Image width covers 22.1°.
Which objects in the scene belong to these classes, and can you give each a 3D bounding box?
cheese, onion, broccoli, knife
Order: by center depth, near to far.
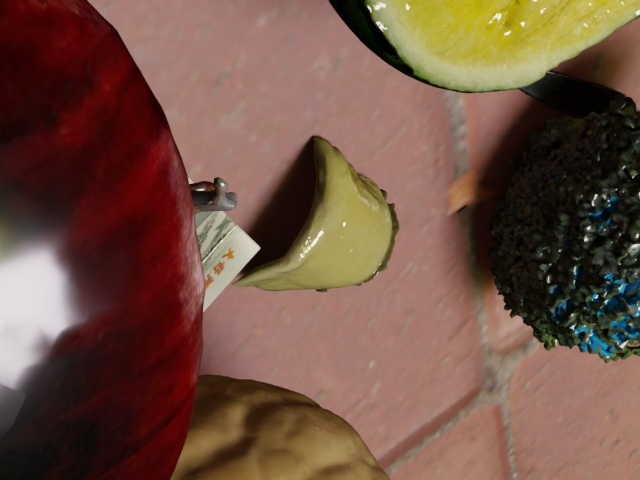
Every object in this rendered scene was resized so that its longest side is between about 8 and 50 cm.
[{"bbox_3d":[-0.150,0.000,0.504,0.285,0.273,0.273,-48,151,-54],"label":"onion"},{"bbox_3d":[0.000,0.001,0.784,0.084,0.041,0.060,-52,142,-3],"label":"cheese"},{"bbox_3d":[0.176,-0.007,0.867,0.160,0.154,0.167,3,113,-54],"label":"broccoli"},{"bbox_3d":[0.154,-0.074,0.902,0.170,0.010,0.023,12,110,-46],"label":"knife"}]

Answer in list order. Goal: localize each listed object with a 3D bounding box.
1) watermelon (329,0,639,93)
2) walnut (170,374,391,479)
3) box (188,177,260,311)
[{"bbox_3d":[0.066,-0.169,0.655,0.232,0.127,0.204,-23,132,-22],"label":"watermelon"},{"bbox_3d":[-0.074,0.168,0.707,0.261,0.225,0.225,-30,136,-34],"label":"walnut"},{"bbox_3d":[-0.069,-0.001,0.731,0.054,0.024,0.083,-50,140,-5],"label":"box"}]
